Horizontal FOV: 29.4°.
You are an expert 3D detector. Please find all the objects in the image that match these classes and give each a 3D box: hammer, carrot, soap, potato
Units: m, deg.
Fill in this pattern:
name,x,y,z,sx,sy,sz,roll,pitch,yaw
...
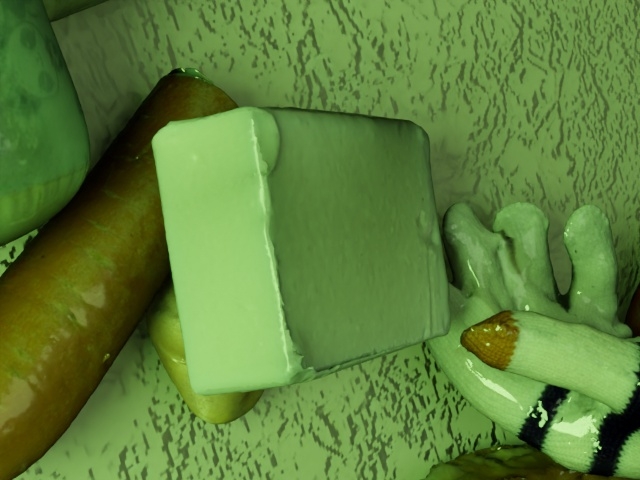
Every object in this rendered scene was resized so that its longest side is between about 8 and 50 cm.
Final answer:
name,x,y,z,sx,sy,sz,roll,pitch,yaw
hammer,-0.109,-0.128,0.560,0.305,0.113,0.202,-32,110,-43
carrot,-0.109,0.019,0.561,0.067,0.067,0.225,46,60,-26
soap,0.000,0.000,0.586,0.183,0.063,0.122,-5,87,-63
potato,-0.052,0.049,0.613,0.068,0.062,0.083,-7,119,-11

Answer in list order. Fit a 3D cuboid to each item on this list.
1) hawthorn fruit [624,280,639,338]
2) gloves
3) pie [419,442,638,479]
name,x,y,z,sx,sy,sz,roll,pitch,yaw
hawthorn fruit,0.289,0.051,0.821,0.157,0.157,0.194,59,41,-19
gloves,0.148,0.068,0.707,0.140,0.218,0.131,-58,158,-49
pie,0.133,0.261,0.725,0.315,0.092,0.315,7,78,-35
